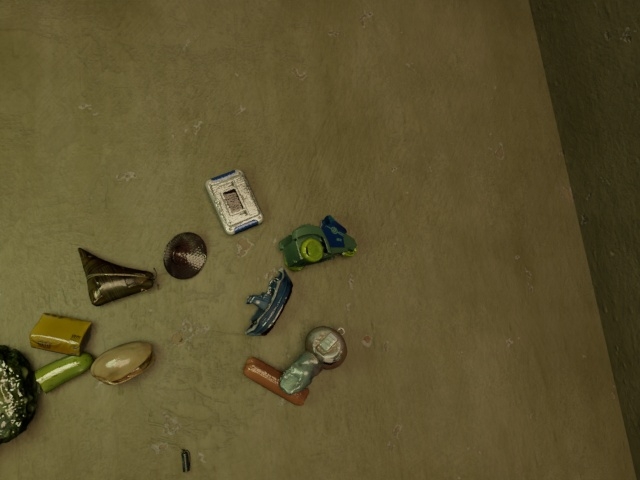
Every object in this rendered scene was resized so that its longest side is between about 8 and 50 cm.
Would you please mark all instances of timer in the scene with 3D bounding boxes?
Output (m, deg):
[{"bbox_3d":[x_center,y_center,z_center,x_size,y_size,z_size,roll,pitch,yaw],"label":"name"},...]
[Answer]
[{"bbox_3d":[-0.358,-0.161,1.908,0.179,0.078,0.253,-25,87,-17],"label":"timer"}]

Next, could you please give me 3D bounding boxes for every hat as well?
[{"bbox_3d":[-0.555,0.056,1.820,0.193,0.082,0.192,-12,107,-46],"label":"hat"}]

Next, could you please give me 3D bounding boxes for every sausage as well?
[{"bbox_3d":[-0.176,0.561,1.818,0.289,0.086,0.086,33,74,-8],"label":"sausage"}]

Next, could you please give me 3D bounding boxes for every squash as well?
[{"bbox_3d":[-0.913,0.459,1.645,0.188,0.095,0.095,-28,88,-21],"label":"squash"}]

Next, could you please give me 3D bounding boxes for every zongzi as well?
[{"bbox_3d":[-0.768,0.104,1.741,0.248,0.111,0.240,-16,78,-22],"label":"zongzi"}]

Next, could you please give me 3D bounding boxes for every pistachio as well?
[{"bbox_3d":[-0.723,0.446,1.674,0.215,0.144,0.143,-21,86,-27],"label":"pistachio"}]

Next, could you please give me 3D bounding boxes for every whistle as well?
[{"bbox_3d":[-0.025,0.477,1.826,0.348,0.189,0.189,-43,92,-21],"label":"whistle"}]

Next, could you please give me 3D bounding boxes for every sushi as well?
[{"bbox_3d":[-1.118,0.522,1.526,0.295,0.178,0.351,-13,83,-16],"label":"sushi"}]

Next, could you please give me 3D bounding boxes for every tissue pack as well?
[{"bbox_3d":[-0.927,0.335,1.639,0.170,0.082,0.119,16,34,-11],"label":"tissue pack"}]

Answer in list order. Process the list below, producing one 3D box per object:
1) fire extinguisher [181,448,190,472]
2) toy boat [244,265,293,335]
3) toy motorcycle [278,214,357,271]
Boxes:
[{"bbox_3d":[-0.505,0.822,1.716,0.038,0.025,0.083,1,77,-53],"label":"fire extinguisher"},{"bbox_3d":[-0.219,0.243,1.841,0.143,0.129,0.309,35,71,-21],"label":"toy boat"},{"bbox_3d":[0.000,0.000,1.932,0.327,0.191,0.199,-13,80,-32],"label":"toy motorcycle"}]
